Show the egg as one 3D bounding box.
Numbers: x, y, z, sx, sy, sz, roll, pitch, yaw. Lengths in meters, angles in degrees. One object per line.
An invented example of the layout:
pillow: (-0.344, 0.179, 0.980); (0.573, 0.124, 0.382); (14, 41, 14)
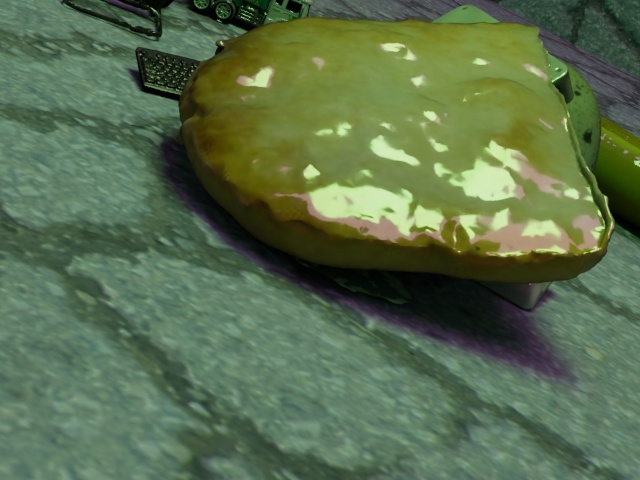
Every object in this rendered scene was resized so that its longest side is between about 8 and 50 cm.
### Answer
egg: (0.301, -0.145, 1.456); (0.177, 0.177, 0.228); (2, 69, -43)

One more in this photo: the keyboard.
keyboard: (-0.115, -0.192, 1.340); (0.251, 0.017, 0.087); (11, 43, -29)

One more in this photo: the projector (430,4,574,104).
projector: (0.153, -0.198, 1.374); (0.259, 0.257, 0.079); (51, -11, 51)

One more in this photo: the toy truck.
toy truck: (-0.114, -0.413, 1.741); (0.216, 0.116, 0.110); (22, 21, -4)

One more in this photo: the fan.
fan: (0.000, 0.000, 1.051); (0.131, 0.009, 0.240); (-3, 34, -48)

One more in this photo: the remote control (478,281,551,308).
remote control: (0.126, -0.040, 1.185); (0.313, 0.055, 0.109); (31, 39, 16)

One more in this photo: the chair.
chair: (-0.267, -0.400, 1.531); (0.145, 0.140, 0.221); (21, 20, -9)

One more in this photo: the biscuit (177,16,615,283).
biscuit: (0.074, -0.105, 1.109); (0.446, 0.104, 0.429); (-1, 43, -11)

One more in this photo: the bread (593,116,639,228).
bread: (0.496, -0.075, 1.592); (0.383, 0.112, 0.166); (39, 24, 32)
